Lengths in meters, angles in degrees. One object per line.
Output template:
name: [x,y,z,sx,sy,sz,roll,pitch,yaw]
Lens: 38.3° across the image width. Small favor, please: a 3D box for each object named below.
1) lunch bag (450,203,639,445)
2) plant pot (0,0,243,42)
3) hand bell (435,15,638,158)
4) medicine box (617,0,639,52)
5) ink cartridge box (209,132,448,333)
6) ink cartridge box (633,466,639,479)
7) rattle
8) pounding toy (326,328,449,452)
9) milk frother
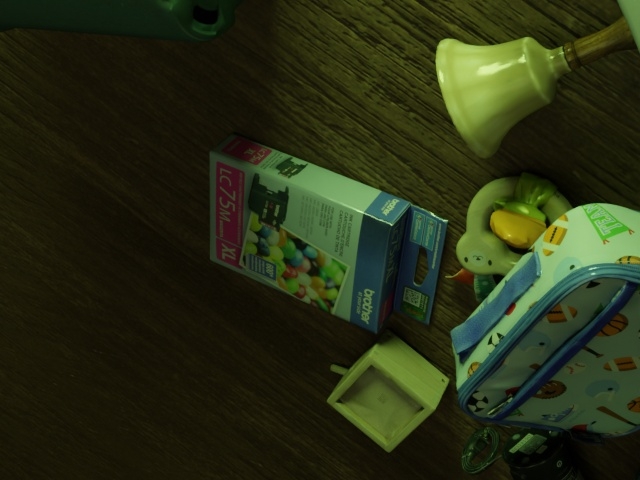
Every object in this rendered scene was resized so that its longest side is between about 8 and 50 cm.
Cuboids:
lunch bag: [0.274,0.099,0.943,0.243,0.115,0.303,12,138,-16]
plant pot: [-0.245,-0.347,0.910,0.334,0.341,0.341,13,129,16]
hand bell: [0.244,-0.173,0.856,0.242,0.126,0.126,-19,111,29]
medicine box: [0.352,-0.153,0.662,0.149,0.263,0.289,-14,113,41]
ink cartridge box: [0.000,0.000,1.170,0.311,0.065,0.185,21,132,18]
ink cartridge box: [0.412,0.381,1.046,0.168,0.232,0.171,24,132,18]
rattle: [0.187,0.029,1.009,0.130,0.142,0.200,36,132,-14]
pounding toy: [0.080,0.198,1.252,0.130,0.100,0.141,40,125,2]
milk frother: [0.271,0.314,1.206,0.134,0.129,0.143,62,176,-18]
